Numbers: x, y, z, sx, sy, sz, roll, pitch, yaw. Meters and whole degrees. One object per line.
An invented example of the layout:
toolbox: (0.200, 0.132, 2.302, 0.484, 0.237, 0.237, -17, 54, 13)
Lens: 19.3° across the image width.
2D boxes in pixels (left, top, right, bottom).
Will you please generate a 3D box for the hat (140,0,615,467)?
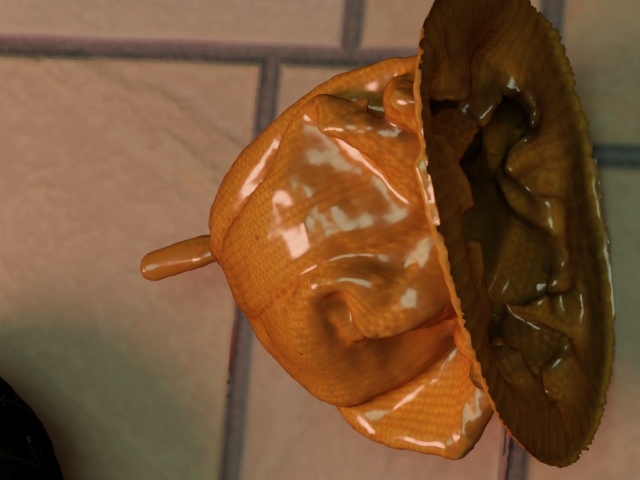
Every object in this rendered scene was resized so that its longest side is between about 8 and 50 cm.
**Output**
hat: (0.000, 0.000, 0.951, 0.233, 0.244, 0.233, -7, 72, 28)

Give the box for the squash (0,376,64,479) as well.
squash: (-0.230, 0.144, 1.003, 0.193, 0.156, 0.193, 5, 66, -10)
